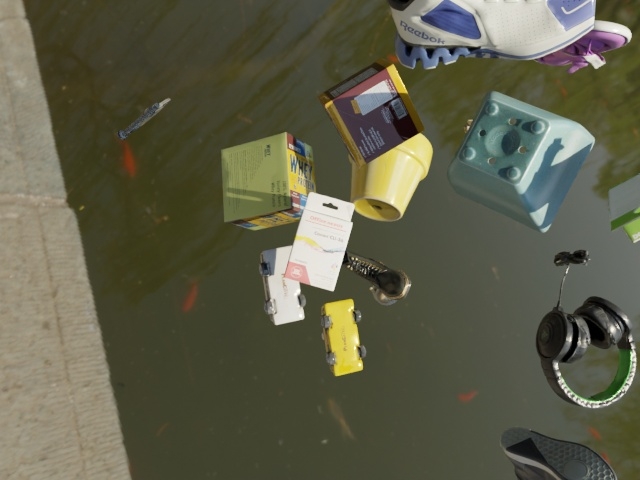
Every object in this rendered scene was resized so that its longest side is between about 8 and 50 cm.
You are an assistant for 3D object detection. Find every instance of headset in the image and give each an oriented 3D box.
[{"bbox_3d":[0.655,0.217,1.647,0.244,0.185,0.394,-16,88,-16],"label":"headset"}]

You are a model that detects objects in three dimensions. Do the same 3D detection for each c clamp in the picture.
[{"bbox_3d":[-0.381,-0.258,1.424,0.022,0.161,0.137,51,42,-15],"label":"c clamp"}]

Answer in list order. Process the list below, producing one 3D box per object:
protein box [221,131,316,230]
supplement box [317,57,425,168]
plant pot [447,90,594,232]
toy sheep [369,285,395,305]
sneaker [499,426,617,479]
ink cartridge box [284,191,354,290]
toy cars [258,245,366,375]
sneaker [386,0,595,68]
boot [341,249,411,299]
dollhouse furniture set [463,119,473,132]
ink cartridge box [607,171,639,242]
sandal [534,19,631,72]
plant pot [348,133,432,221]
[{"bbox_3d":[-0.132,-0.147,1.730,0.136,0.201,0.199,16,66,-60],"label":"protein box"},{"bbox_3d":[0.127,-0.324,1.710,0.191,0.194,0.129,59,4,-23],"label":"supplement box"},{"bbox_3d":[0.421,-0.191,1.474,0.247,0.247,0.252,29,6,26],"label":"plant pot"},{"bbox_3d":[0.191,0.142,1.949,0.091,0.091,0.132,54,26,-8],"label":"toy sheep"},{"bbox_3d":[0.452,0.447,1.238,0.086,0.226,0.163,-38,118,-25],"label":"sneaker"},{"bbox_3d":[0.000,0.000,1.490,0.115,0.198,0.067,15,3,-2],"label":"ink cartridge box"},{"bbox_3d":[-0.028,0.178,1.699,0.394,0.087,0.176,43,74,-15],"label":"toy cars"},{"bbox_3d":[0.230,-0.358,0.972,0.182,0.316,0.127,48,45,-51],"label":"sneaker"},{"bbox_3d":[0.124,0.082,1.666,0.137,0.198,0.076,24,90,-27],"label":"boot"},{"bbox_3d":[0.428,-0.349,1.873,0.114,0.091,0.081,-124,-148,-67],"label":"dollhouse furniture set"},{"bbox_3d":[0.682,-0.072,1.335,0.097,0.189,0.255,53,31,-6],"label":"ink cartridge box"},{"bbox_3d":[0.675,-0.484,1.749,0.416,0.170,0.102,-81,178,-84],"label":"sandal"},{"bbox_3d":[0.197,-0.198,2.064,0.254,0.254,0.238,30,67,-35],"label":"plant pot"}]
